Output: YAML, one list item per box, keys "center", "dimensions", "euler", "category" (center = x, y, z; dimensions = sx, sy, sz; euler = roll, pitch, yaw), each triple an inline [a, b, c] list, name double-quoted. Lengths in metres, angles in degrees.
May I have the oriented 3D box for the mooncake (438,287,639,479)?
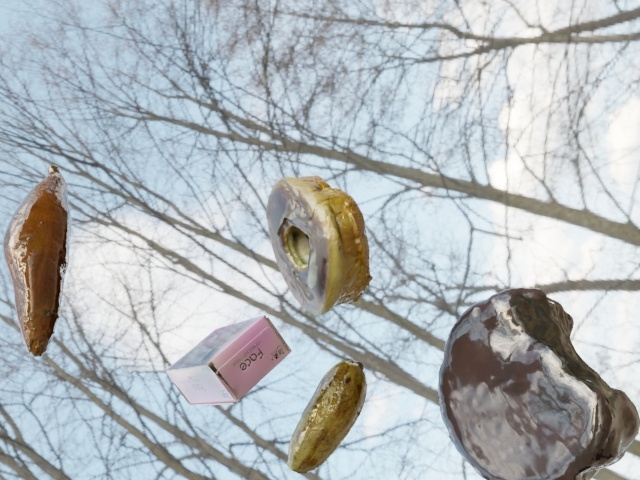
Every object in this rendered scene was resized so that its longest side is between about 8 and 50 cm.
- center: [0.404, 0.302, 1.301]
  dimensions: [0.212, 0.350, 0.381]
  euler: [15, -133, -41]
  category: "mooncake"

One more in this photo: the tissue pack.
- center: [-0.179, 0.230, 1.266]
  dimensions: [0.148, 0.246, 0.092]
  euler: [-40, -82, -31]
  category: "tissue pack"

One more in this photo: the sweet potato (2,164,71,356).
- center: [-0.473, 0.011, 1.114]
  dimensions: [0.112, 0.112, 0.359]
  euler: [48, -150, -51]
  category: "sweet potato"

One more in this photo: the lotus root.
- center: [0.020, 0.366, 1.383]
  dimensions: [0.110, 0.097, 0.258]
  euler: [30, -96, -17]
  category: "lotus root"

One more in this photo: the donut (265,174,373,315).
- center: [0.000, 0.000, 1.548]
  dimensions: [0.159, 0.330, 0.330]
  euler: [-17, -60, -23]
  category: "donut"
